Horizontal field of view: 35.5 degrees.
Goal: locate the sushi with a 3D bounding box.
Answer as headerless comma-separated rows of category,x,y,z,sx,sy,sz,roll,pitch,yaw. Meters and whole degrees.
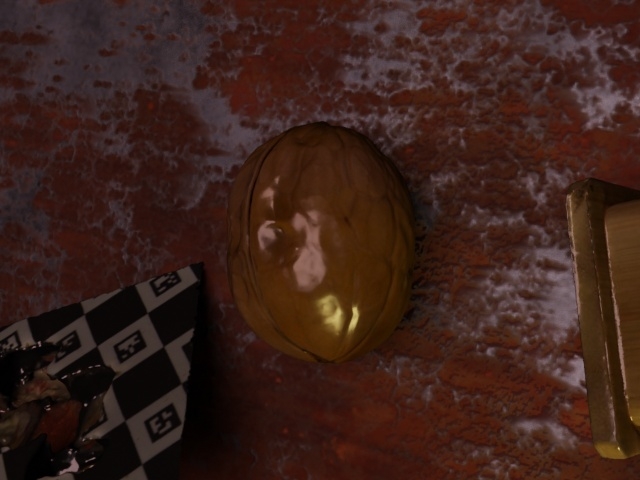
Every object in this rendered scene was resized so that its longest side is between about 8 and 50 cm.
sushi,-0.229,0.172,0.920,0.292,0.059,0.294,-17,38,17

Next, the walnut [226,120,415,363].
walnut,0.000,0.000,0.843,0.167,0.167,0.207,-6,80,23

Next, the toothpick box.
toothpick box,0.338,0.033,0.627,0.308,0.190,0.188,-12,77,40
